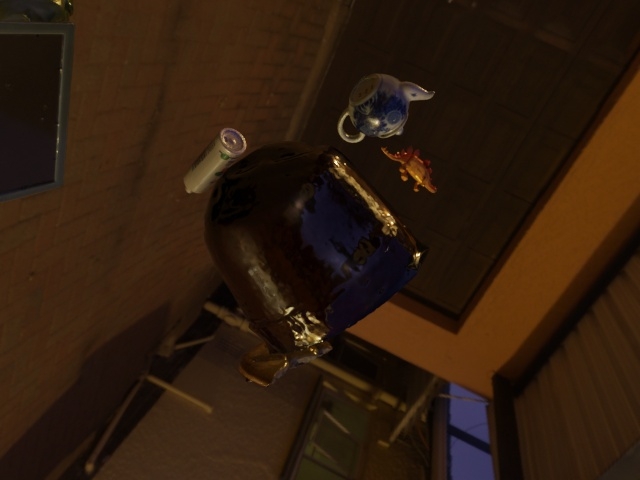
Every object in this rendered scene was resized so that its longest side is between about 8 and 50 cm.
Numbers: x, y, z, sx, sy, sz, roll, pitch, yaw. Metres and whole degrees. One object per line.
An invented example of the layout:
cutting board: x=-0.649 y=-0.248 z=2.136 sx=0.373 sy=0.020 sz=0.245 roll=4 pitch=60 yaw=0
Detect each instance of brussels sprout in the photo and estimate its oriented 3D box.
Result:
brussels sprout: x=-0.775 y=-0.598 z=1.167 sx=0.328 sy=0.247 sz=0.328 roll=-21 pitch=-169 yaw=4

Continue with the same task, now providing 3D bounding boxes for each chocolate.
chocolate: x=-0.042 y=-0.017 z=0.905 sx=0.384 sy=0.331 sz=0.383 roll=-33 pitch=-173 yaw=4

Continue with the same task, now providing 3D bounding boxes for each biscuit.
biscuit: x=-0.112 y=0.343 z=1.443 sx=0.299 sy=0.154 sz=0.045 roll=-18 pitch=124 yaw=-45

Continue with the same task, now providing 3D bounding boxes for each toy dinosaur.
toy dinosaur: x=0.327 y=-0.272 z=1.703 sx=0.070 sy=0.288 sz=0.117 roll=-9 pitch=-132 yaw=59

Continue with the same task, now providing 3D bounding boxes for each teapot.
teapot: x=0.256 y=-0.529 z=1.960 sx=0.424 sy=0.280 sz=0.252 roll=-26 pitch=-137 yaw=30

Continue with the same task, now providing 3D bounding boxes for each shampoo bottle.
shampoo bottle: x=-0.343 y=-0.227 z=1.475 sx=0.303 sy=0.092 sz=0.092 roll=-34 pitch=-161 yaw=43

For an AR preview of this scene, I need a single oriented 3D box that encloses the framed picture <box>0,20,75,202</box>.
framed picture: x=-0.471 y=-0.171 z=0.681 sx=0.232 sy=0.019 sz=0.296 roll=-31 pitch=154 yaw=-52
